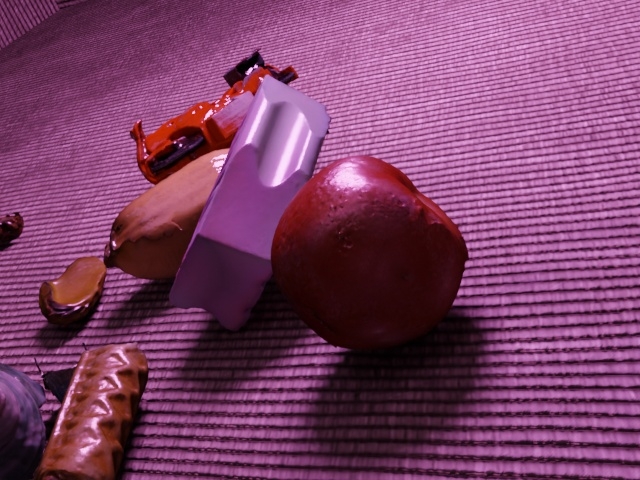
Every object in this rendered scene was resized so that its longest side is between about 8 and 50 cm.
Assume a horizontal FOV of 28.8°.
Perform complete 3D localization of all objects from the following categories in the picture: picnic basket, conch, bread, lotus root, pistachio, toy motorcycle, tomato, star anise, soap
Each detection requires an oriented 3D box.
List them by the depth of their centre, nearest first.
[{"bbox_3d":[0.047,0.019,1.329,0.184,0.208,0.208,-47,21,10],"label":"tomato"},{"bbox_3d":[-0.252,0.213,1.366,0.098,0.087,0.269,-17,25,12],"label":"bread"},{"bbox_3d":[-0.403,0.217,1.428,0.220,0.195,0.277,-28,-10,-28],"label":"conch"},{"bbox_3d":[-0.312,0.168,1.535,0.065,0.083,0.083,-16,64,-12],"label":"picnic basket"},{"bbox_3d":[-0.079,-0.065,1.586,0.193,0.109,0.324,-59,9,41],"label":"soap"},{"bbox_3d":[-0.166,-0.036,1.749,0.303,0.131,0.146,-31,56,-7],"label":"lotus root"},{"bbox_3d":[-0.361,0.080,1.807,0.089,0.049,0.173,1,25,5],"label":"pistachio"},{"bbox_3d":[-0.180,-0.183,2.039,0.326,0.148,0.221,-39,13,-33],"label":"toy motorcycle"},{"bbox_3d":[-0.596,-0.002,2.182,0.097,0.070,0.191,-1,14,40],"label":"star anise"}]

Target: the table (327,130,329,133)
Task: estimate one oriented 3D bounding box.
[{"bbox_3d":[-0.082,-0.115,1.916,0.175,0.062,0.146,0,34,48],"label":"table"}]
